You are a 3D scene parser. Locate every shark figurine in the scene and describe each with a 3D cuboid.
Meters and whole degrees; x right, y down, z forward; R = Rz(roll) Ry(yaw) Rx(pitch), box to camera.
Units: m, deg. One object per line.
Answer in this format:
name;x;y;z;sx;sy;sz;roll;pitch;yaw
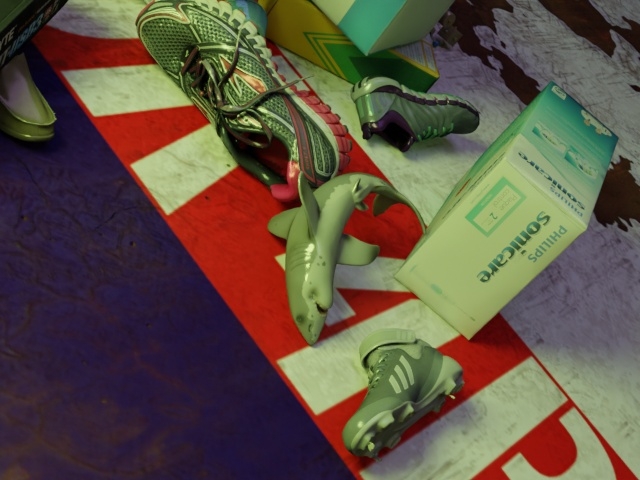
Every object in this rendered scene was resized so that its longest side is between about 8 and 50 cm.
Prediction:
shark figurine;0.005;-0.026;1.086;0.278;0.116;0.166;-45;121;-48

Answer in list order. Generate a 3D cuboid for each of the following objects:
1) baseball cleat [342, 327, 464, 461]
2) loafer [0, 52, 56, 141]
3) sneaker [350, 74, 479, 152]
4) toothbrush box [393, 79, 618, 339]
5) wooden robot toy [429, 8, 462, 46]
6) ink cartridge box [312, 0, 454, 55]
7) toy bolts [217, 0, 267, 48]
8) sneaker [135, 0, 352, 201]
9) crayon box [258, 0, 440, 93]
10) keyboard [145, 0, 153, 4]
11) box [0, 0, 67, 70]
baseball cleat;0.063;0.149;0.980;0.109;0.072;0.206;39;27;23
loafer;-0.311;-0.157;0.961;0.148;0.050;0.056;48;37;13
sneaker;0.138;-0.161;1.396;0.223;0.083;0.098;9;66;-32
toothbrush box;0.240;-0.045;1.222;0.126;0.216;0.295;40;35;0
wooden robot toy;0.172;-0.389;1.673;0.173;0.076;0.079;1;40;-44
ink cartridge box;0.069;-0.431;1.354;0.270;0.197;0.198;46;34;8
toy bolts;-0.137;-0.302;1.185;0.218;0.228;0.158;-17;57;-5
sneaker;-0.097;-0.170;1.123;0.299;0.121;0.112;41;42;5
crayon box;0.016;-0.343;1.455;0.323;0.083;0.203;25;37;-23
keyboard;-0.273;-0.393;1.220;0.256;0.014;0.072;50;26;-23
box;-0.409;-0.271;0.928;0.295;0.073;0.293;25;40;-4
